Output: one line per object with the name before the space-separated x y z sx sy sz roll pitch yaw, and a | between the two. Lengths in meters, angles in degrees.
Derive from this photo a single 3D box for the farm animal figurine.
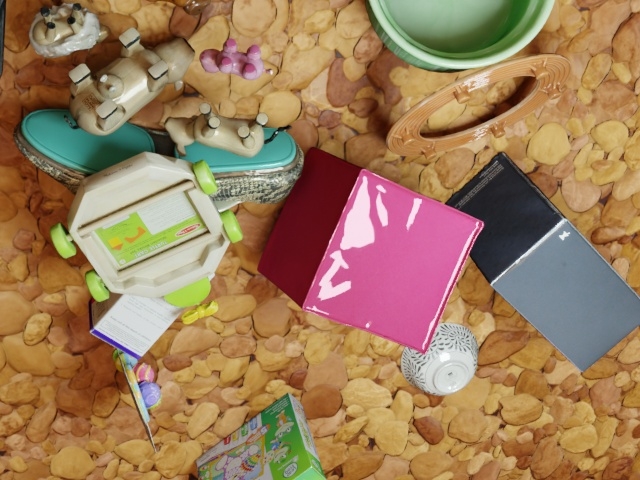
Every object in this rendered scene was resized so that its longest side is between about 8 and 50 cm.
farm animal figurine | -0.254 -0.250 1.585 0.326 0.172 0.330 -22 83 -12

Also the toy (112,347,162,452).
toy | -0.325 0.260 1.823 0.056 0.237 0.137 -23 121 -15

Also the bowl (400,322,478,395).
bowl | 0.256 0.260 2.056 0.170 0.080 0.170 -5 118 -10

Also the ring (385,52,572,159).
ring | 0.272 -0.217 1.706 0.336 0.336 0.032 -20 75 -6

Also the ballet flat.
ballet flat | -0.271 -0.109 1.702 0.482 0.164 0.182 2 141 -17

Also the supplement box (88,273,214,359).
supplement box | -0.306 0.086 1.804 0.114 0.111 0.220 35 104 -27

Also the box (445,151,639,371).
box | 0.407 0.037 1.854 0.183 0.294 0.296 -44 118 10

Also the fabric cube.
fabric cube | 0.080 0.013 1.748 0.259 0.258 0.254 23 93 -24

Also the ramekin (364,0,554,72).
ramekin | 0.210 -0.412 1.595 0.303 0.148 0.304 0 90 -4

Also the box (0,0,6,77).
box | -0.521 -0.348 1.481 0.103 0.184 0.261 3 116 -16

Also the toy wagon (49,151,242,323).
toy wagon | -0.266 0.009 1.648 0.267 0.068 0.344 -23 136 1

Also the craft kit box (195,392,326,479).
craft kit box | -0.124 0.450 1.964 0.250 0.247 0.061 -37 121 6
